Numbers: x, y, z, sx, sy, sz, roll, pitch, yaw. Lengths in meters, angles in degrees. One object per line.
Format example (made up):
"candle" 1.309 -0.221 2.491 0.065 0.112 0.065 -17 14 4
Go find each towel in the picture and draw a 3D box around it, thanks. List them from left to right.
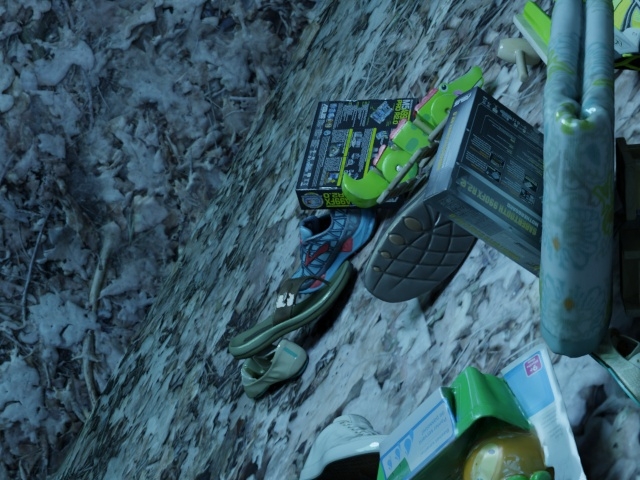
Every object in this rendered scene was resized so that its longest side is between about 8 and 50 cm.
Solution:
"towel" 0.311 -0.093 1.422 0.374 0.090 0.320 -72 -23 -53

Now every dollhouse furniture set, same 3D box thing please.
"dollhouse furniture set" 0.416 -0.022 1.374 0.129 0.129 0.183 -68 -26 -68

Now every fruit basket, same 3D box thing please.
"fruit basket" 0.177 0.331 1.347 0.327 0.165 0.353 -49 24 31

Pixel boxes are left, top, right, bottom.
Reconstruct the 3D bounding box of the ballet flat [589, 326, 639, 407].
"ballet flat" 0.353 0.142 1.342 0.052 0.057 0.168 -47 20 7

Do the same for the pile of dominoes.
"pile of dominoes" 0.205 -0.144 2.018 0.196 0.040 0.251 -52 -10 22

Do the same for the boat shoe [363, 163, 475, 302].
"boat shoe" 0.203 -0.045 1.962 0.355 0.132 0.130 -50 9 4

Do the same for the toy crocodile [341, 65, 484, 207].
"toy crocodile" 0.177 -0.191 2.166 0.340 0.105 0.115 -49 -6 0

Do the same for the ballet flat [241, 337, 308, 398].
"ballet flat" -0.112 0.255 2.376 0.248 0.086 0.086 -36 29 52

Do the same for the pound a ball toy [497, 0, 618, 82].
"pound a ball toy" 0.400 -0.339 1.901 0.319 0.136 0.208 -99 17 -63

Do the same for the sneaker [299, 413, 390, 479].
"sneaker" 0.053 0.310 1.798 0.290 0.106 0.123 -33 35 58

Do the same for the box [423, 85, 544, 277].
"box" 0.266 -0.078 1.632 0.056 0.231 0.183 -28 37 53

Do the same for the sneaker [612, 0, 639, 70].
"sneaker" 0.466 -0.312 1.538 0.385 0.145 0.147 -174 85 -69

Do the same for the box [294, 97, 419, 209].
"box" 0.080 -0.176 2.354 0.060 0.216 0.270 75 -159 -45

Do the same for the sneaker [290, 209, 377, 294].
"sneaker" 0.000 0.000 2.400 0.262 0.125 0.104 -49 20 31

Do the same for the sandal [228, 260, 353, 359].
"sandal" -0.065 0.128 2.312 0.303 0.086 0.120 -33 8 7
